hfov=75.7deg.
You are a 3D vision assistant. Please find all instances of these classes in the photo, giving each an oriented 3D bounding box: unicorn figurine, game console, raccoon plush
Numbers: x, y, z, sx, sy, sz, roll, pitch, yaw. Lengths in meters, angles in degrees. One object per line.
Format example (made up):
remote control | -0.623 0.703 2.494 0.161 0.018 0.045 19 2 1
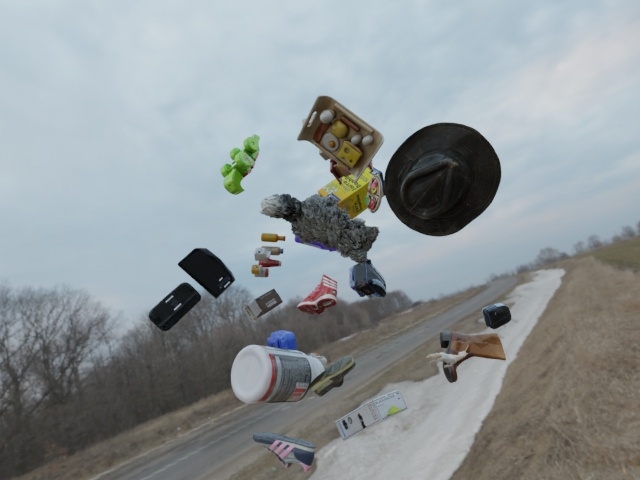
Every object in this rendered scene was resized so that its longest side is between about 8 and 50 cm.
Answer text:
unicorn figurine | 0.526 0.482 1.690 0.162 0.060 0.111 3 -33 -30
game console | -0.528 0.194 1.643 0.361 0.213 0.044 -47 -3 -32
raccoon plush | 0.009 -0.028 1.578 0.447 0.299 0.215 -7 -60 -46

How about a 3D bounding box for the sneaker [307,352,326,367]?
sneaker | -0.031 0.585 2.009 0.215 0.084 0.083 -34 17 53

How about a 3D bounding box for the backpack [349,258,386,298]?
backpack | 0.223 0.192 1.875 0.117 0.158 0.173 -28 -49 27

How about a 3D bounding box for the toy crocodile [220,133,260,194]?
toy crocodile | -0.303 -0.313 1.627 0.115 0.340 0.105 -30 -59 29

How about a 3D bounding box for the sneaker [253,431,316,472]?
sneaker | -0.183 0.987 1.925 0.319 0.130 0.112 4 -14 23

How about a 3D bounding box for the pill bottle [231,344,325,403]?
pill bottle | -0.155 0.538 1.641 0.210 0.210 0.363 -24 -31 32

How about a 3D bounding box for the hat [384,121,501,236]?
hat | 0.308 -0.158 1.120 0.332 0.331 0.134 -24 0 31

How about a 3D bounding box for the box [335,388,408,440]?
box | 0.212 0.742 1.746 0.169 0.087 0.290 -2 -36 -40

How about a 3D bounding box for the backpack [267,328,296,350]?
backpack | -0.168 0.455 1.814 0.101 0.097 0.120 -16 7 -44

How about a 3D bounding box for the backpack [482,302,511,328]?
backpack | 0.824 0.347 1.931 0.115 0.104 0.084 -20 9 -7

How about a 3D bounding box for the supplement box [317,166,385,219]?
supplement box | 0.194 -0.289 2.488 0.357 0.194 0.195 -37 -41 -13

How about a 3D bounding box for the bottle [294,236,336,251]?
bottle | 0.000 0.000 2.271 0.283 0.092 0.118 15 3 -5

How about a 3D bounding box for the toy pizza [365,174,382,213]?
toy pizza | 0.272 -0.241 2.144 0.032 0.201 0.201 2 -16 -14

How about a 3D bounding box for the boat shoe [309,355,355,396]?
boat shoe | 0.056 0.517 1.553 0.224 0.073 0.080 -40 7 22

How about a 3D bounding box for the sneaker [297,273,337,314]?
sneaker | -0.002 0.213 1.632 0.087 0.128 0.221 36 -38 -28

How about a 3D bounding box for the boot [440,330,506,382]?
boot | 0.718 0.550 1.933 0.281 0.264 0.096 3 -51 6

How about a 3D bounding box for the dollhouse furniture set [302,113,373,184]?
dollhouse furniture set | 0.091 -0.473 2.056 0.202 0.152 0.374 -21 -43 26

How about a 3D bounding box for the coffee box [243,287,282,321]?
coffee box | -0.337 0.378 2.384 0.141 0.098 0.246 -30 -6 -32

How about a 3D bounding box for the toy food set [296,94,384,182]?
toy food set | 0.072 -0.390 1.607 0.092 0.306 0.219 -45 -9 -48

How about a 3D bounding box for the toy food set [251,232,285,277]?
toy food set | -0.212 0.072 1.722 0.105 0.232 0.111 3 -52 4
